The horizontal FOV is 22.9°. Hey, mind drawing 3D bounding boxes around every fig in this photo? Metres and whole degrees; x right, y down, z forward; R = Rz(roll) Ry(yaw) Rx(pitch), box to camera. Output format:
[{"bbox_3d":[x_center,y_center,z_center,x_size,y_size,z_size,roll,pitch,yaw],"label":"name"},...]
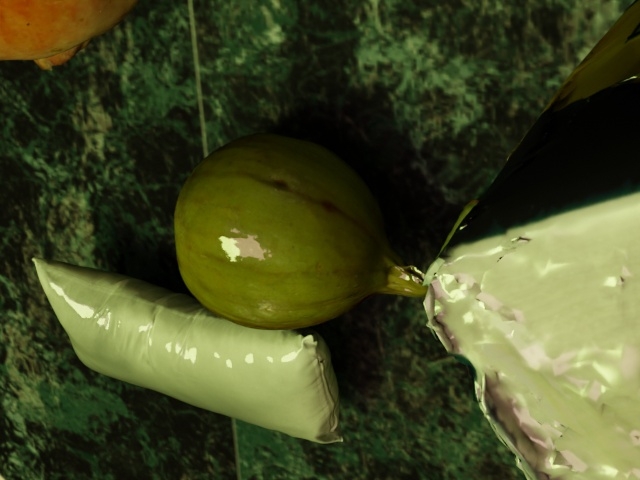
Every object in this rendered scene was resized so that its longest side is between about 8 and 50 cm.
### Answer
[{"bbox_3d":[-0.008,0.005,1.099,0.186,0.148,0.142,34,143,3],"label":"fig"}]

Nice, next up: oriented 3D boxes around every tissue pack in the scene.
[{"bbox_3d":[0.265,-0.020,0.731,0.264,0.416,0.253,-21,107,38],"label":"tissue pack"}]

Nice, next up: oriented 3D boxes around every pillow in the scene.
[{"bbox_3d":[-0.102,0.080,1.221,0.254,0.078,0.144,16,156,24],"label":"pillow"}]

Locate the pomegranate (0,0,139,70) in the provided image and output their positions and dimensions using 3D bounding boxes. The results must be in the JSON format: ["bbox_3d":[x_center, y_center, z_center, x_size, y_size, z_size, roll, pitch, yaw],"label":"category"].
[{"bbox_3d":[-0.204,-0.223,1.006,0.252,0.229,0.270,-3,130,23],"label":"pomegranate"}]
